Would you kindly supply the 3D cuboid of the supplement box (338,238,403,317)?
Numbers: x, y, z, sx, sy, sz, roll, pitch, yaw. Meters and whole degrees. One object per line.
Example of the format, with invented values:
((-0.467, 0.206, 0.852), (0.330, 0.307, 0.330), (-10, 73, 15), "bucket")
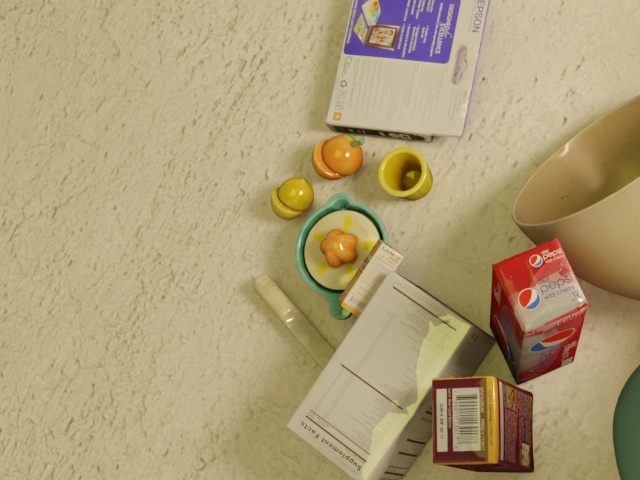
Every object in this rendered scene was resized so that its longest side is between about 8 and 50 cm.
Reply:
((0.065, 0.049, 1.816), (0.036, 0.062, 0.098), (34, 92, -5), "supplement box")

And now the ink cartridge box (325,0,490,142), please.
((0.126, -0.243, 1.931), (0.208, 0.045, 0.206), (9, 81, 25), "ink cartridge box")

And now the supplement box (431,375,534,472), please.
((0.202, 0.229, 1.712), (0.080, 0.188, 0.104), (-4, 76, 22), "supplement box")

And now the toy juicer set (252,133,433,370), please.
((0.000, 0.000, 1.902), (0.209, 0.089, 0.329), (26, 89, 25), "toy juicer set")

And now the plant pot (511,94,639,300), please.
((0.400, -0.035, 1.676), (0.284, 0.284, 0.191), (-34, 104, 11), "plant pot")

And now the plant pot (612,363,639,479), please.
((0.402, 0.197, 1.370), (0.195, 0.290, 0.290), (21, 86, 59), "plant pot")

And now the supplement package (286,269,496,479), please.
((0.092, 0.183, 1.796), (0.139, 0.134, 0.244), (35, 92, 24), "supplement package")

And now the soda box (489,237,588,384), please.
((0.259, 0.090, 1.676), (0.083, 0.263, 0.092), (-22, 70, -2), "soda box")
